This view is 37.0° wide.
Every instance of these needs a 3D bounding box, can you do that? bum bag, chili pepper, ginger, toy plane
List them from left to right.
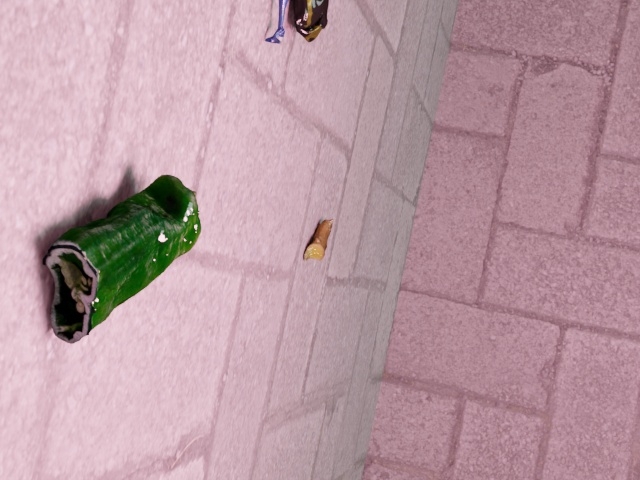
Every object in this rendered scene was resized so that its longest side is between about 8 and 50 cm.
[{"bbox_3d":[-0.229,0.002,1.175,0.270,0.099,0.136,-52,141,-54],"label":"chili pepper"},{"bbox_3d":[-0.064,-0.420,1.630,0.062,0.054,0.167,-6,108,-50],"label":"toy plane"},{"bbox_3d":[-0.015,-0.478,1.740,0.107,0.060,0.232,-37,135,-57],"label":"bum bag"},{"bbox_3d":[-0.002,0.004,2.236,0.137,0.044,0.057,-66,144,-48],"label":"ginger"}]
